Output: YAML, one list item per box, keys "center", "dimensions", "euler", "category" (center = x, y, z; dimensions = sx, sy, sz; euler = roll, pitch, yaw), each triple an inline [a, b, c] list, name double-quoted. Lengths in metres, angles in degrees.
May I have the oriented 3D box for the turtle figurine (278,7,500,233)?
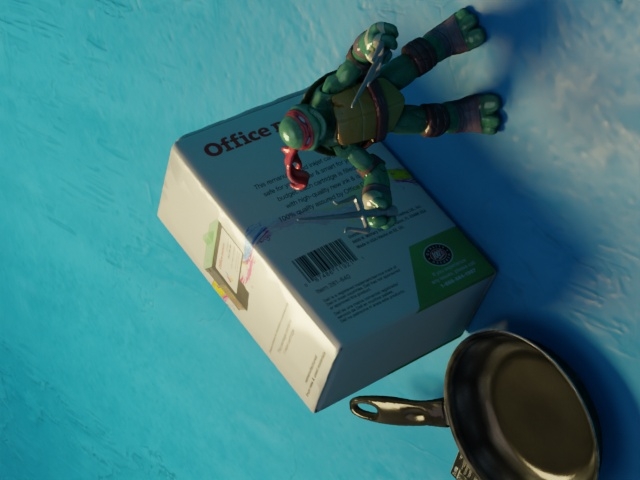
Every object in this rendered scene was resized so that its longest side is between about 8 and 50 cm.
- center: [0.048, -0.114, 1.271]
  dimensions: [0.118, 0.234, 0.175]
  euler: [27, 132, 44]
  category: "turtle figurine"

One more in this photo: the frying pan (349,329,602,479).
- center: [0.166, 0.198, 1.461]
  dimensions: [0.326, 0.053, 0.197]
  euler: [-36, 78, 54]
  category: "frying pan"

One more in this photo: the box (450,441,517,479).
- center: [0.171, 0.236, 1.524]
  dimensions: [0.067, 0.018, 0.083]
  euler: [45, 142, 29]
  category: "box"

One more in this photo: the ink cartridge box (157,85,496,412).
- center: [0.000, 0.000, 1.445]
  dimensions: [0.278, 0.201, 0.117]
  euler: [50, 144, 24]
  category: "ink cartridge box"
